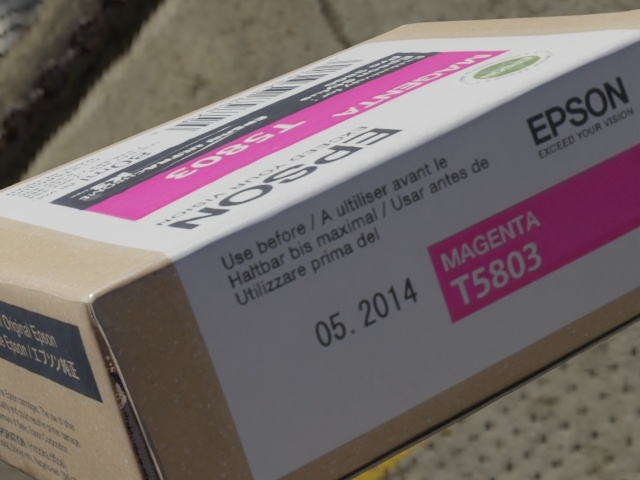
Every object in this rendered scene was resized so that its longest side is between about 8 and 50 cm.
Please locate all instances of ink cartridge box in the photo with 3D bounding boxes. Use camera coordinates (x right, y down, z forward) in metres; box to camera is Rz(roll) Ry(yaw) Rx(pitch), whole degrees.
[{"bbox_3d":[0.000,0.000,0.604,0.193,0.234,0.088,7,118,61],"label":"ink cartridge box"}]
